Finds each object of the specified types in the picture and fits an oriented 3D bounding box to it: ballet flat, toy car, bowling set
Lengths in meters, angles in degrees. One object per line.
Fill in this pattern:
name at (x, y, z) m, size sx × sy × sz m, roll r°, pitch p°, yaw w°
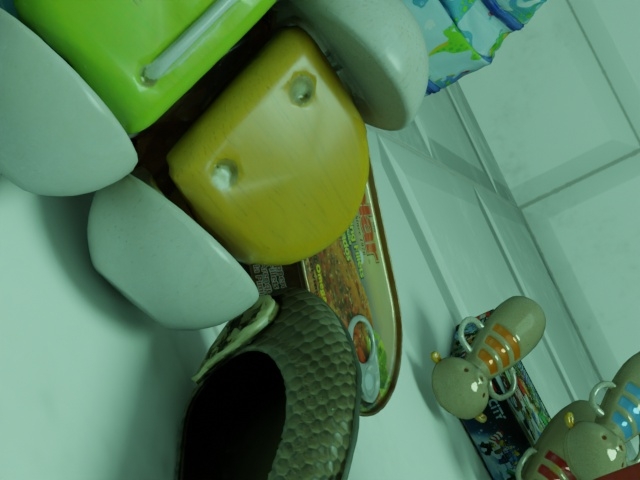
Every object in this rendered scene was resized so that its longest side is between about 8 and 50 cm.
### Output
ballet flat at (-0.032, 0.092, 0.312) m, size 0.058 × 0.084 × 0.250 m, roll 31°, pitch 31°, yaw -17°
toy car at (-0.059, -0.070, 0.379) m, size 0.136 × 0.159 × 0.182 m, roll 28°, pitch -19°, yaw 47°
bowling set at (0.217, 0.167, 0.692) m, size 0.154 × 0.200 × 0.287 m, roll -37°, pitch 96°, yaw -37°

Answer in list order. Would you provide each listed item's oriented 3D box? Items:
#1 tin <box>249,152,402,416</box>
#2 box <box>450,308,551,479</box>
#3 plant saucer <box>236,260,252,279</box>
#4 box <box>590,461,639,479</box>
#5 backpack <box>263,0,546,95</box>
tin at (0.000, 0.000, 0.509) m, size 0.106 × 0.040 × 0.190 m, roll -18°, pitch 97°, yaw -58°
box at (0.188, 0.192, 0.863) m, size 0.233 × 0.044 × 0.159 m, roll 62°, pitch 17°, yaw -7°
plant saucer at (-0.038, -0.044, 0.564) m, size 0.168 × 0.029 × 0.168 m, roll 53°, pitch 20°, yaw -29°
box at (0.135, 0.168, 0.361) m, size 0.123 × 0.256 × 0.128 m, roll 52°, pitch 20°, yaw -40°
backpack at (0.021, -0.265, 0.760) m, size 0.290 × 0.273 × 0.356 m, roll -105°, pitch 173°, yaw -54°
